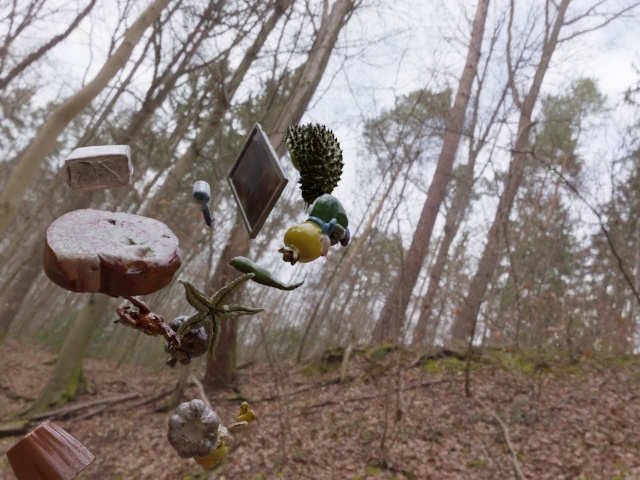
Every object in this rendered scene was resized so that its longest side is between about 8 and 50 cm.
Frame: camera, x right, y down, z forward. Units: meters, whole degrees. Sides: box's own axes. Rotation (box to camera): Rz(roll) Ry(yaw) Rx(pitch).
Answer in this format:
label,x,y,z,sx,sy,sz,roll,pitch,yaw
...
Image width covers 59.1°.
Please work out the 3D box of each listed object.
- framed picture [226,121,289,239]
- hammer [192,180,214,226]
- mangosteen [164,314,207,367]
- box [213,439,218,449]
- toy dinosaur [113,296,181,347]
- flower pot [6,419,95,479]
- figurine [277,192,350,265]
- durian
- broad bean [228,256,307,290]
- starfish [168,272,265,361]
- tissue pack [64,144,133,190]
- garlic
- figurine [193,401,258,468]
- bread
label,x,y,z,sx,sy,sz,roll,pitch,yaw
framed picture,-0.183,-0.174,1.591,0.020,0.289,0.211,13,-55,-35
hammer,-0.466,-0.139,2.277,0.070,0.116,0.193,-12,-55,-6
mangosteen,-0.550,0.411,2.276,0.192,0.217,0.192,38,-8,6
box,-0.350,0.604,1.725,0.051,0.036,0.117,16,-10,-23
toy dinosaur,-0.626,0.251,1.911,0.433,0.097,0.208,14,-36,41
flower pot,-0.744,0.596,1.538,0.173,0.191,0.191,51,-28,-2
figurine,-0.012,0.001,1.541,0.128,0.234,0.185,8,-39,24
durian,-0.026,-0.259,1.774,0.159,0.351,0.169,-6,-42,-17
broad bean,-0.219,0.137,2.286,0.318,0.098,0.056,15,-17,-10
starfish,-0.374,0.268,2.027,0.358,0.346,0.078,10,6,-36
tissue pack,-0.739,-0.251,1.909,0.202,0.124,0.271,-10,17,-13
garlic,-0.355,0.530,1.581,0.147,0.159,0.102,-15,-12,-20
figurine,-0.322,0.647,1.874,0.131,0.246,0.156,53,-16,13
bread,-0.533,0.026,1.459,0.328,0.114,0.295,4,28,-25
